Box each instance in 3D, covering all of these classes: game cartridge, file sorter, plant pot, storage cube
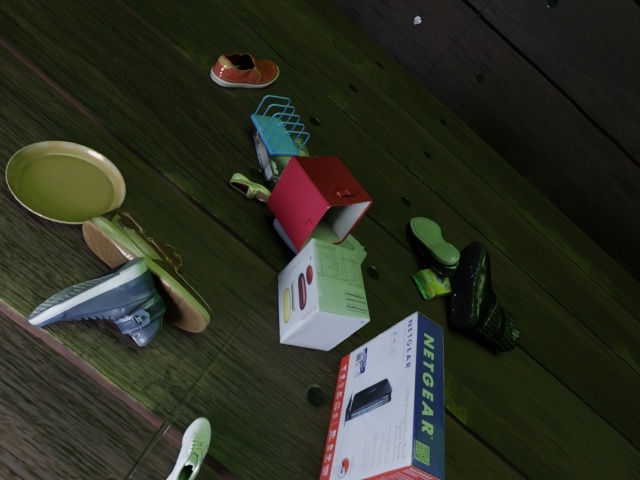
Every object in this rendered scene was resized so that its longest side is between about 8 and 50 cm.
[{"bbox_3d":[0.000,0.000,1.332,0.294,0.060,0.196,42,37,-2],"label":"game cartridge"},{"bbox_3d":[-0.129,-0.376,1.413,0.118,0.104,0.170,-7,61,-42],"label":"file sorter"},{"bbox_3d":[-0.575,-0.128,0.983,0.236,0.032,0.237,23,45,-24],"label":"plant pot"},{"bbox_3d":[-0.008,-0.108,1.222,0.183,0.215,0.193,-11,58,-43],"label":"storage cube"}]

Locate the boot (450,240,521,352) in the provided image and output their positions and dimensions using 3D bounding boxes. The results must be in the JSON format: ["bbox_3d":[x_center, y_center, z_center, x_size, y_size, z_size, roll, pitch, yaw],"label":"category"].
[{"bbox_3d":[0.601,0.202,1.550,0.260,0.131,0.348,26,67,-22],"label":"boot"}]

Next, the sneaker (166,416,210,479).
[{"bbox_3d":[-0.236,0.401,0.797,0.053,0.061,0.152,30,41,-14],"label":"sneaker"}]

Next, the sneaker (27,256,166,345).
[{"bbox_3d":[-0.417,0.152,0.835,0.226,0.086,0.164,-24,113,-12],"label":"sneaker"}]

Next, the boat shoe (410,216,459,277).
[{"bbox_3d":[0.417,0.020,1.616,0.114,0.091,0.303,-8,36,-6],"label":"boat shoe"}]

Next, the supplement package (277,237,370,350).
[{"bbox_3d":[-0.001,0.143,1.101,0.149,0.194,0.203,16,47,-28],"label":"supplement package"}]

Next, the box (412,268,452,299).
[{"bbox_3d":[0.412,0.153,1.550,0.179,0.043,0.105,-6,60,-40],"label":"box"}]

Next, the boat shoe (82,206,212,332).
[{"bbox_3d":[-0.355,0.055,0.948,0.342,0.123,0.123,39,42,4],"label":"boat shoe"}]

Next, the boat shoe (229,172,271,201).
[{"bbox_3d":[-0.210,-0.149,1.289,0.135,0.050,0.045,28,45,-3],"label":"boat shoe"}]

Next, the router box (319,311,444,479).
[{"bbox_3d":[0.136,0.366,0.946,0.082,0.301,0.336,32,42,-15],"label":"router box"}]

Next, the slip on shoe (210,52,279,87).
[{"bbox_3d":[-0.265,-0.647,1.618,0.123,0.101,0.331,50,39,10],"label":"slip on shoe"}]

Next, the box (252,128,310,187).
[{"bbox_3d":[-0.119,-0.272,1.457,0.182,0.056,0.231,6,54,-35],"label":"box"}]
